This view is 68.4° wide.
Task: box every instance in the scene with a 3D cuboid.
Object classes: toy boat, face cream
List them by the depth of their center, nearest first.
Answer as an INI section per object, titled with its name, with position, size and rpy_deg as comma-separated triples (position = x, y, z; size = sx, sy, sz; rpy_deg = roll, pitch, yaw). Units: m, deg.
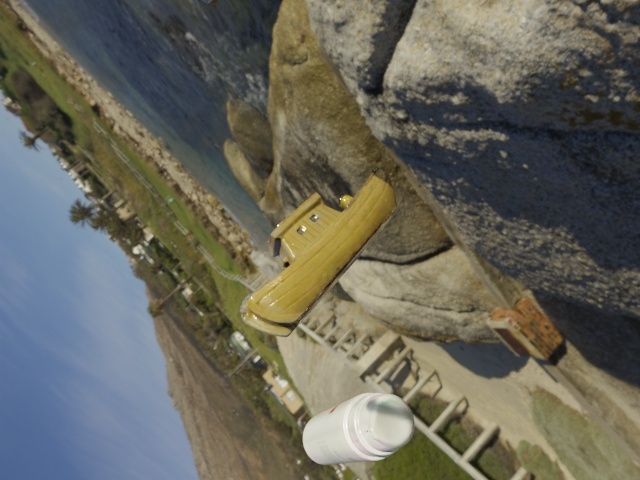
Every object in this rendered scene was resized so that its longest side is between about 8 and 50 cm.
[toy boat]
position = 0.000, 0.000, 0.696
size = 0.121, 0.321, 0.089
rpy_deg = 36, 153, 12
[face cream]
position = 0.057, 0.323, 0.801
size = 0.102, 0.102, 0.346
rpy_deg = 45, 149, 7

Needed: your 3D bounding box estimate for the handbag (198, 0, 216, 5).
[handbag]
position = -0.164, -0.384, 0.430
size = 0.298, 0.171, 0.151
rpy_deg = 46, -158, -13
